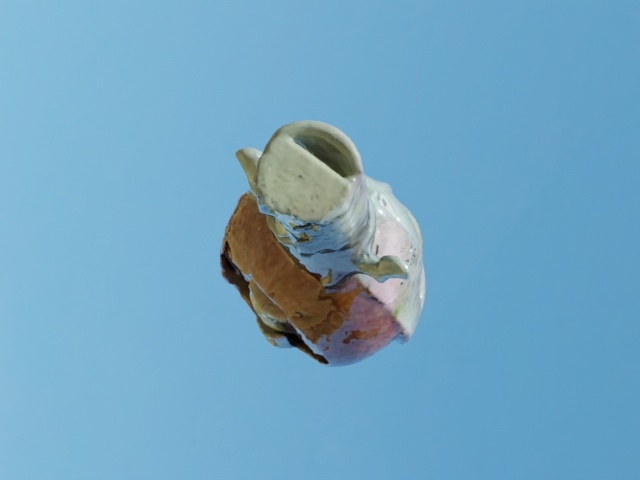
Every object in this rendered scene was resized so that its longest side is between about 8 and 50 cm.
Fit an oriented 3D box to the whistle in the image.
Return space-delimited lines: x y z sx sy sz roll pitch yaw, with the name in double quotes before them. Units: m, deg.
"whistle" 0.000 0.001 1.093 0.142 0.134 0.346 62 -2 12
